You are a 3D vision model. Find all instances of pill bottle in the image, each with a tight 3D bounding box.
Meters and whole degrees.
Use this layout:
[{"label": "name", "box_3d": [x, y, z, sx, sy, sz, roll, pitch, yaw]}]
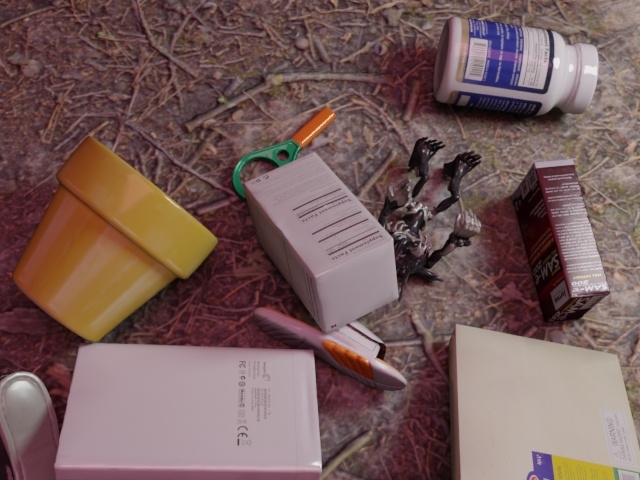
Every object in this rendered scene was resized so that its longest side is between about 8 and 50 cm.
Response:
[{"label": "pill bottle", "box_3d": [0.342, -0.302, 1.620, 0.265, 0.153, 0.153, 8, 67, -3]}]

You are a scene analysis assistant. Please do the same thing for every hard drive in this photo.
[{"label": "hard drive", "box_3d": [-0.182, 0.246, 1.317, 0.353, 0.047, 0.233, 3, 38, -6]}]

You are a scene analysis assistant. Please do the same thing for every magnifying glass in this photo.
[{"label": "magnifying glass", "box_3d": [-0.060, -0.151, 1.588, 0.092, 0.026, 0.231, 41, 72, 11]}]

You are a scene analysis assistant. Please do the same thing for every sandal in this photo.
[{"label": "sandal", "box_3d": [0.024, 0.147, 1.432, 0.265, 0.102, 0.076, 26, 67, 8]}]

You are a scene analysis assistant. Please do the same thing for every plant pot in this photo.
[{"label": "plant pot", "box_3d": [-0.326, 0.012, 1.388, 0.254, 0.254, 0.239, 38, 85, 10]}]

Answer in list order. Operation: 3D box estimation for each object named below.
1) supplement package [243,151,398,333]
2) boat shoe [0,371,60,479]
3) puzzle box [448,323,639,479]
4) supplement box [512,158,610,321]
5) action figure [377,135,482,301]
[{"label": "supplement package", "box_3d": [0.000, 0.000, 1.423, 0.134, 0.139, 0.244, -26, 48, -15]}, {"label": "boat shoe", "box_3d": [-0.415, 0.337, 1.311, 0.114, 0.091, 0.302, -5, 83, -43]}, {"label": "puzzle box", "box_3d": [0.322, 0.296, 1.324, 0.272, 0.052, 0.408, 12, 37, -1]}, {"label": "supplement box", "box_3d": [0.393, 0.001, 1.514, 0.073, 0.130, 0.239, -7, 68, -9]}, {"label": "action figure", "box_3d": [0.169, -0.042, 1.505, 0.164, 0.141, 0.275, 25, 66, -8]}]
